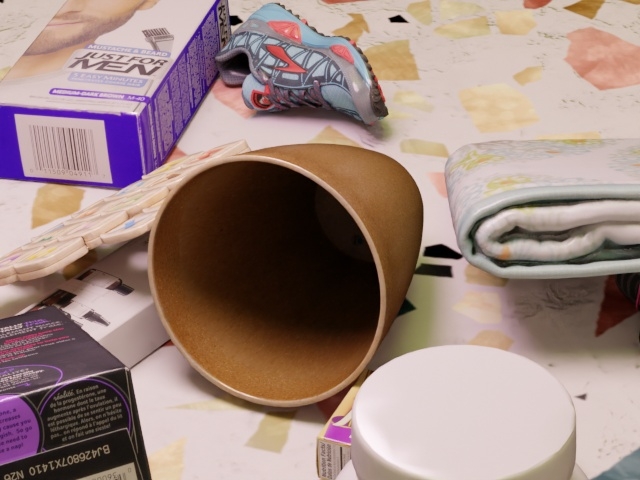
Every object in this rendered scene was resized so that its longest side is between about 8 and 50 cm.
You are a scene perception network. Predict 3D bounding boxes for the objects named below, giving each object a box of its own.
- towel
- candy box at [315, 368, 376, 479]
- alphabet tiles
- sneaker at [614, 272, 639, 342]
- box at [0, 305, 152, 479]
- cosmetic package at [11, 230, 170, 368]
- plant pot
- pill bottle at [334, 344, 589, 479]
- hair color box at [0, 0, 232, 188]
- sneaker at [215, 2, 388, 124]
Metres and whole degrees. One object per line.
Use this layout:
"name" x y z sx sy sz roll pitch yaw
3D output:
"towel" 0.314 -0.038 1.789 0.374 0.090 0.320 0 11 2
"candy box" 0.102 0.180 1.578 0.187 0.053 0.109 14 37 21
"alphabet tiles" -0.203 -0.028 1.812 0.284 0.021 0.278 -34 14 -37
"sneaker" 0.324 0.069 1.722 0.075 0.063 0.170 -13 39 -26
"box" -0.249 0.160 1.472 0.165 0.143 0.270 -14 13 -17
"cosmetic package" -0.188 0.061 1.766 0.099 0.060 0.239 23 41 31
"plant pot" 0.000 0.000 1.726 0.237 0.237 0.254 13 23 21
"pill bottle" 0.095 0.244 1.226 0.188 0.334 0.188 -2 33 1
"hair color box" -0.238 -0.193 2.113 0.185 0.110 0.339 5 33 13
"sneaker" -0.027 -0.179 2.112 0.125 0.104 0.262 -38 40 -17
